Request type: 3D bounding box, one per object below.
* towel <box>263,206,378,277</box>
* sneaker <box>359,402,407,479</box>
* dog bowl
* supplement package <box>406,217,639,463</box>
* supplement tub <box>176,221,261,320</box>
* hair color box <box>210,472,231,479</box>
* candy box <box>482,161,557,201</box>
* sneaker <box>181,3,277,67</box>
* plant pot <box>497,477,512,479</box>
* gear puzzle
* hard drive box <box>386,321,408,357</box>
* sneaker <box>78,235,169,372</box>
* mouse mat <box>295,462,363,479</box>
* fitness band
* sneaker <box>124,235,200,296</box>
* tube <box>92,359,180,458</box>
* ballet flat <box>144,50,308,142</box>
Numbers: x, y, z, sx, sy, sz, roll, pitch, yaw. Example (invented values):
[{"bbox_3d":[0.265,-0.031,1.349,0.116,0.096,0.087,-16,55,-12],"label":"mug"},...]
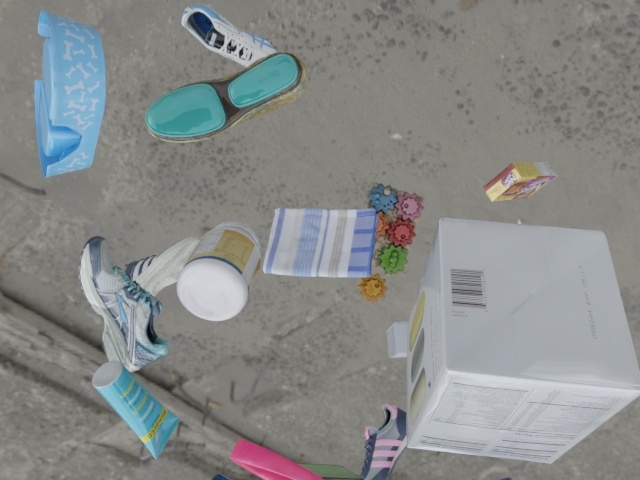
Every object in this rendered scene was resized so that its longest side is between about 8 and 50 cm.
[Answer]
[{"bbox_3d":[0.000,0.000,1.471,0.285,0.209,0.034,2,147,14],"label":"towel"},{"bbox_3d":[0.163,0.636,1.707,0.131,0.319,0.112,39,146,5],"label":"sneaker"},{"bbox_3d":[-0.391,-0.215,0.883,0.074,0.166,0.297,-5,158,-30],"label":"dog bowl"},{"bbox_3d":[0.223,0.135,0.713,0.198,0.199,0.262,5,144,2],"label":"supplement package"},{"bbox_3d":[-0.205,0.059,1.203,0.144,0.199,0.144,3,119,6],"label":"supplement tub"},{"bbox_3d":[-0.061,0.493,0.760,0.174,0.105,0.347,10,128,42],"label":"hair color box"},{"bbox_3d":[0.532,-0.158,1.517,0.187,0.053,0.109,-6,152,-40],"label":"candy box"},{"bbox_3d":[-0.193,-0.424,1.227,0.237,0.086,0.085,31,132,-1],"label":"sneaker"},{"bbox_3d":[0.402,0.643,1.160,0.212,0.236,0.236,10,106,43],"label":"plant pot"},{"bbox_3d":[0.174,0.010,1.611,0.175,0.339,0.044,17,176,-3],"label":"gear puzzle"},{"bbox_3d":[0.297,0.292,1.676,0.181,0.089,0.232,-3,166,0],"label":"hard drive box"},{"bbox_3d":[-0.382,0.118,1.137,0.122,0.110,0.283,-16,102,2],"label":"sneaker"},{"bbox_3d":[0.000,0.527,1.300,0.153,0.007,0.190,8,165,-13],"label":"mouse mat"},{"bbox_3d":[-0.076,0.492,1.193,0.209,0.054,0.291,18,153,25],"label":"fitness band"},{"bbox_3d":[-0.545,0.090,1.852,0.350,0.148,0.131,-40,137,-15],"label":"sneaker"},{"bbox_3d":[-0.307,0.284,0.965,0.052,0.080,0.207,8,138,32],"label":"tube"},{"bbox_3d":[-0.185,-0.283,1.172,0.349,0.123,0.123,-20,132,10],"label":"ballet flat"}]
